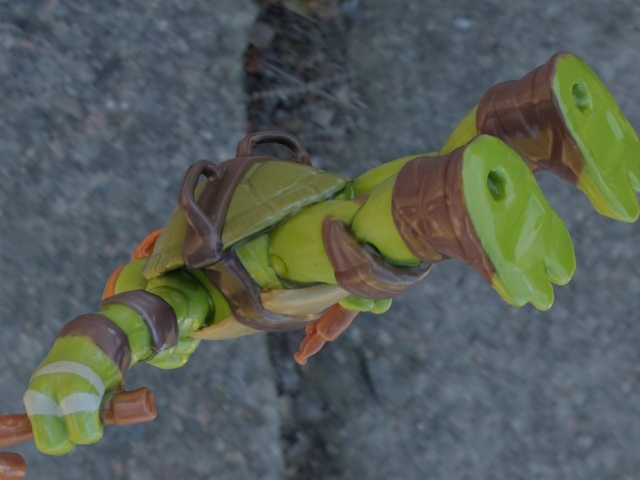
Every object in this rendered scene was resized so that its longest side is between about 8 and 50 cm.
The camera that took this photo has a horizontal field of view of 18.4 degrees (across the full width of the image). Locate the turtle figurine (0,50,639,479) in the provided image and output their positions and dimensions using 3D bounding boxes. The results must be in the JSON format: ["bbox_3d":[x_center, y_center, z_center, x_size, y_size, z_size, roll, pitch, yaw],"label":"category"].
[{"bbox_3d":[0.000,0.000,0.685,0.269,0.217,0.087,-19,89,-53],"label":"turtle figurine"}]
